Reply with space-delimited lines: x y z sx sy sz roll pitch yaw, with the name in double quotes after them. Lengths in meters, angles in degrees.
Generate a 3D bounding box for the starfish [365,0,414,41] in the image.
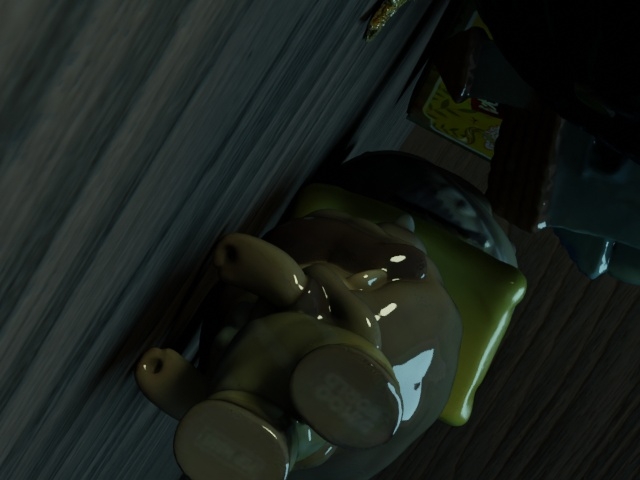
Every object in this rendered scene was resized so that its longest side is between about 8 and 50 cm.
0.045 -0.155 0.668 0.086 0.016 0.092 -52 178 -32 "starfish"

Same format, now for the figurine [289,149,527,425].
0.062 0.068 1.143 0.361 0.266 0.377 -51 179 19 "figurine"

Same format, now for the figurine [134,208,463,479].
-0.003 0.089 0.731 0.248 0.203 0.380 -53 177 5 "figurine"

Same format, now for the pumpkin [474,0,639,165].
0.284 -0.198 0.754 0.266 0.363 0.363 -54 178 -2 "pumpkin"

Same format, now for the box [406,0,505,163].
0.355 -0.195 1.340 0.138 0.420 0.373 -62 179 -19 "box"

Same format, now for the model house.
0.281 -0.122 1.070 0.252 0.329 0.295 -43 143 -66 "model house"
